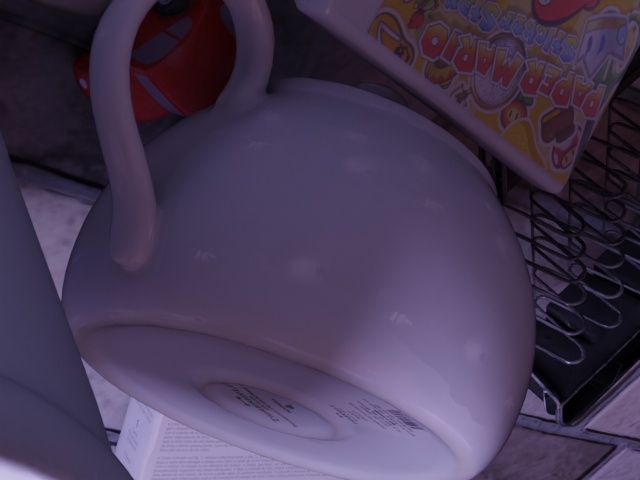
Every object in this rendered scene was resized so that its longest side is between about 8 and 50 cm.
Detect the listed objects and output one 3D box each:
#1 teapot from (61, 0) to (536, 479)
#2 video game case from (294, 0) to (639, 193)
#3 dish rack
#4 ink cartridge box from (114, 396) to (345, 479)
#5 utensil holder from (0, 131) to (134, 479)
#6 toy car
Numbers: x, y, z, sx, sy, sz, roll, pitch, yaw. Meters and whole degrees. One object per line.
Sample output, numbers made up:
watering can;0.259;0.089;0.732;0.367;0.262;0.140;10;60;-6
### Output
teapot;0.000;0.000;0.760;0.252;0.187;0.256;20;160;-2
video game case;0.107;-0.154;0.748;0.227;0.026;0.206;30;88;-48
dish rack;0.190;-0.031;0.943;0.208;0.074;0.271;-41;146;-22
ink cartridge box;-0.036;0.094;1.048;0.181;0.056;0.224;4;115;-32
utensil holder;-0.259;0.020;0.549;0.327;0.385;0.327;-15;141;-13
toy car;-0.007;-0.153;0.759;0.239;0.053;0.225;-13;140;-17
